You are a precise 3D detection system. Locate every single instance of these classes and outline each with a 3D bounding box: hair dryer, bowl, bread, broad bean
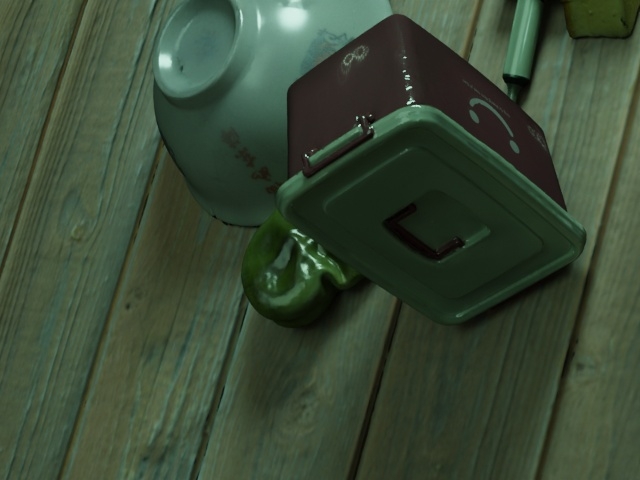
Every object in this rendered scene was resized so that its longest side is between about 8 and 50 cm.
[{"bbox_3d":[0.206,-0.214,1.694,0.100,0.057,0.198,7,83,45],"label":"hair dryer"},{"bbox_3d":[-0.090,-0.201,1.878,0.345,0.157,0.346,-17,62,36],"label":"bowl"},{"bbox_3d":[0.268,-0.258,1.614,0.084,0.109,0.080,11,77,40],"label":"bread"},{"bbox_3d":[-0.001,-0.001,1.775,0.153,0.072,0.207,37,88,31],"label":"broad bean"}]

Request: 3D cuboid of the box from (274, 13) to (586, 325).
[{"bbox_3d":[0.101,-0.068,1.569,0.193,0.294,0.167,-33,42,27],"label":"box"}]
